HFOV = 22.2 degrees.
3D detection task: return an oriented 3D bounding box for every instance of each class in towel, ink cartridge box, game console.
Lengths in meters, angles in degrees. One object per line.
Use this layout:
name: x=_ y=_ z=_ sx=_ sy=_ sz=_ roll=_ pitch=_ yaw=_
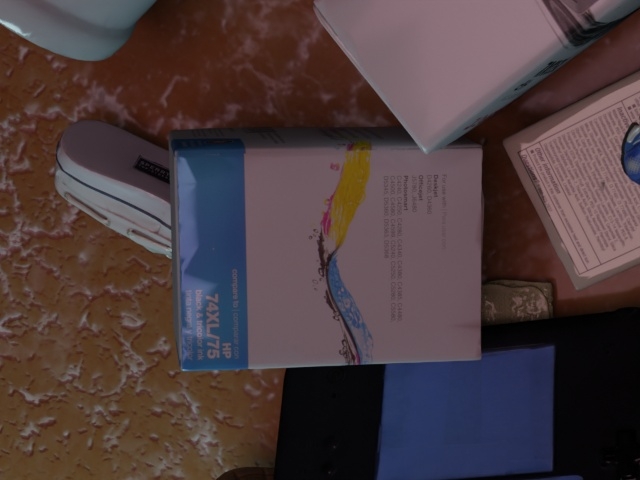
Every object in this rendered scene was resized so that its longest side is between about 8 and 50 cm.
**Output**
towel: x=0.178 y=0.111 z=1.591 sx=0.110 sy=0.027 sz=0.148 roll=-2 pitch=99 yaw=20
ink cartridge box: x=0.000 y=0.000 z=1.490 sx=0.270 sy=0.198 sz=0.197 roll=-2 pitch=99 yaw=-6
ink cartridge box: x=0.220 y=-0.264 z=1.371 sx=0.395 sy=0.285 sz=0.166 roll=-37 pitch=87 yaw=21
game console: x=0.134 y=0.231 z=1.487 sx=0.386 sy=0.060 sz=0.342 roll=-7 pitch=61 yaw=21

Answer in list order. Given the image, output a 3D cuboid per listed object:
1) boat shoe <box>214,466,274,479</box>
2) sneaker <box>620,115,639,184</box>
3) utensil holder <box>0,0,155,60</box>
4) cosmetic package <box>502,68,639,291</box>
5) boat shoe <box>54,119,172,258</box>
boat shoe: x=0.051 y=0.312 z=1.635 sx=0.341 sy=0.122 sz=0.110 roll=12 pitch=139 yaw=8
sneaker: x=0.391 y=-0.051 z=1.286 sx=0.330 sy=0.130 sz=0.147 roll=2 pitch=94 yaw=36
utensil holder: x=-0.183 y=-0.410 z=1.461 sx=0.385 sy=0.327 sz=0.327 roll=-44 pitch=85 yaw=18
cosmetic package: x=0.339 y=-0.094 z=1.455 sx=0.309 sy=0.113 sz=0.160 roll=-26 pitch=91 yaw=20
boat shoe: x=-0.150 y=-0.024 z=1.645 sx=0.267 sy=0.096 sz=0.088 roll=24 pitch=137 yaw=0
